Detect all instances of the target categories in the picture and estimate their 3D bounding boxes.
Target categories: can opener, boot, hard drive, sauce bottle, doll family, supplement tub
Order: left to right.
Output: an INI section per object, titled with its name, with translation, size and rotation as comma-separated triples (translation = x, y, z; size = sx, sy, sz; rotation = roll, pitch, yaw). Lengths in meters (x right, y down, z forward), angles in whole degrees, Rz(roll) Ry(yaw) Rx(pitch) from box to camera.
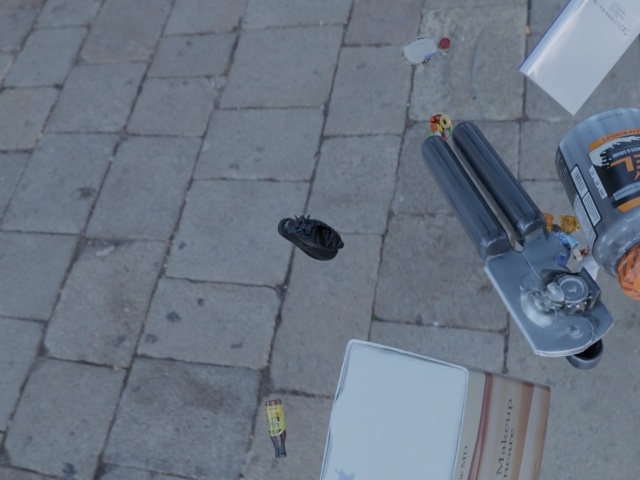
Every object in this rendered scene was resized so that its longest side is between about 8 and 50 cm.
[sauce bottle]
translation = -0.098, 0.429, 1.399
size = 0.042, 0.042, 0.128
rotation = -14, 77, 8
[boot]
translation = 0.000, 0.000, 0.917
size = 0.099, 0.121, 0.045
rotation = 7, 70, 58
[can opener]
translation = 0.188, 0.002, 0.619
size = 0.075, 0.095, 0.284
rotation = -24, 51, 3
[doll family]
translation = 0.525, 0.020, 1.377
size = 0.118, 0.263, 0.163
rotation = 15, 98, -15
[hard drive]
translation = 0.660, -0.497, 1.513
size = 0.319, 0.210, 0.040
rotation = -54, 29, 14
[supplement tub]
translation = 0.543, -0.064, 1.061
size = 0.193, 0.194, 0.316
rotation = -12, 49, 9

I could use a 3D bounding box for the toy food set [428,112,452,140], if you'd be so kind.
[toy food set]
translation = 0.334, -0.314, 1.710
size = 0.020, 0.083, 0.083
rotation = -22, 28, -35

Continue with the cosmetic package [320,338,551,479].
[cosmetic package]
translation = 0.140, 0.205, 0.658
size = 0.129, 0.296, 0.153
rotation = 7, 81, 36

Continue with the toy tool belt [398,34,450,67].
[toy tool belt]
translation = 0.180, -0.328, 1.068
size = 0.083, 0.051, 0.052
rotation = -18, 91, -6
